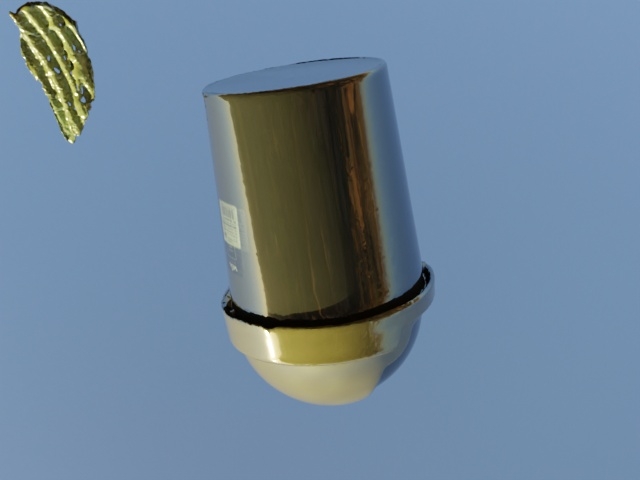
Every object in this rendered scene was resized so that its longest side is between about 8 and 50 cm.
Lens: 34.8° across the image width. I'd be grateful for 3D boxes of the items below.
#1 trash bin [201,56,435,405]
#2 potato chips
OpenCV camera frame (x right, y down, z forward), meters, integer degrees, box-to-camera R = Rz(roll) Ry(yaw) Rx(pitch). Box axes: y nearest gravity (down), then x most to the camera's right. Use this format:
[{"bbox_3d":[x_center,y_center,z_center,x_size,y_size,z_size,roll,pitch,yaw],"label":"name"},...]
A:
[{"bbox_3d":[0.000,0.000,0.997,0.214,0.214,0.333,-8,-75,4],"label":"trash bin"},{"bbox_3d":[-0.366,-0.242,1.447,0.092,0.028,0.207,-19,-72,6],"label":"potato chips"}]
